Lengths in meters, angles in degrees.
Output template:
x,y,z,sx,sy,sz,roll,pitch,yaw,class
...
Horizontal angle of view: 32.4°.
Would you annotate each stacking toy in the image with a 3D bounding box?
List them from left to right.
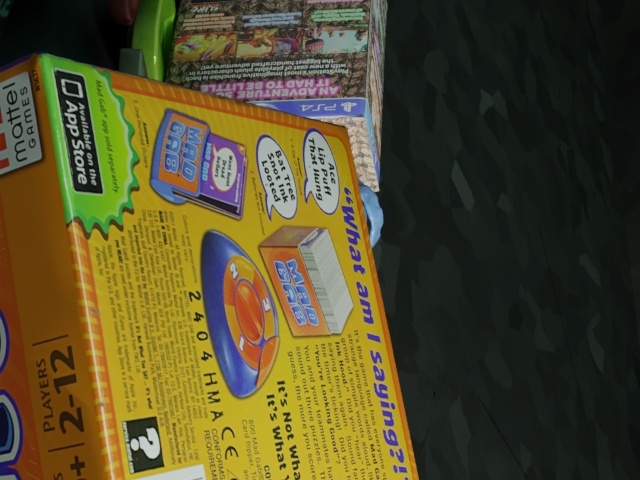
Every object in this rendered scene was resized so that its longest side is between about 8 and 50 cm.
x,y,z,sx,sy,sz,roll,pitch,yaw,class
-0.234,-0.272,1.161,0.309,0.130,0.280,-82,176,-68,stacking toy

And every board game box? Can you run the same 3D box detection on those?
x,y,z,sx,sy,sz,roll,pitch,yaw,class
-0.180,0.110,0.831,0.356,0.356,0.357,4,72,-58,board game box
-0.045,-0.210,1.304,0.141,0.232,0.291,73,18,-57,board game box

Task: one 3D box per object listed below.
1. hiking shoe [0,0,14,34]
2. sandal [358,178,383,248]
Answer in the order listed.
x,y,z,sx,sy,sz,roll,pitch,yaw,class
-0.348,-0.282,1.026,0.132,0.113,0.304,12,67,-26,hiking shoe
0.000,0.000,1.269,0.126,0.138,0.317,51,-5,-3,sandal
